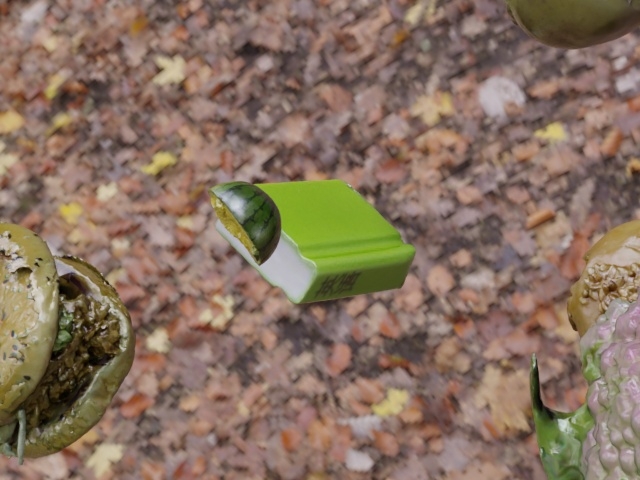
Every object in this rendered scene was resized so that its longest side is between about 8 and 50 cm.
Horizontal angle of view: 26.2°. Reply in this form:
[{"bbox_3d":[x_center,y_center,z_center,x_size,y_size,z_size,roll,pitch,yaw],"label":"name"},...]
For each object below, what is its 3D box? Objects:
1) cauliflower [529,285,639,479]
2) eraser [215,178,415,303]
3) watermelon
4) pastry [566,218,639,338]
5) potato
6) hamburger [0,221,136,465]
[{"bbox_3d":[0.264,0.110,0.727,0.315,0.256,0.239,9,96,-9],"label":"cauliflower"},{"bbox_3d":[0.000,0.000,2.077,0.210,0.274,0.092,44,117,28],"label":"eraser"},{"bbox_3d":[-0.079,-0.028,1.543,0.062,0.105,0.105,-37,49,-6],"label":"watermelon"},{"bbox_3d":[0.477,0.101,1.756,0.311,0.162,0.255,39,70,-1],"label":"pastry"},{"bbox_3d":[0.332,-0.366,1.547,0.326,0.221,0.243,-59,26,12],"label":"potato"},{"bbox_3d":[-0.235,0.080,1.041,0.177,0.113,0.186,-22,53,25],"label":"hamburger"}]
